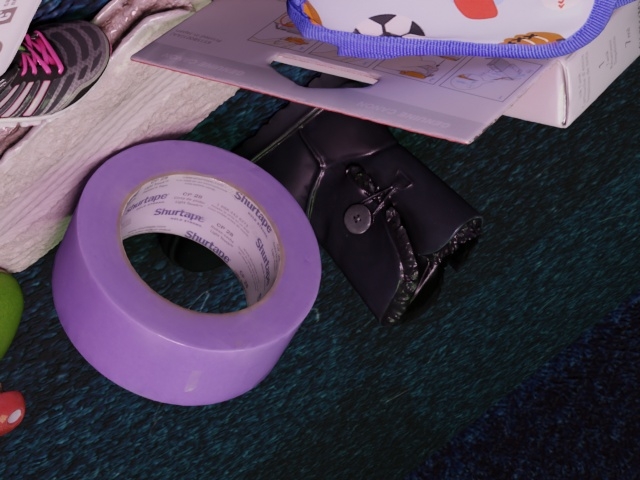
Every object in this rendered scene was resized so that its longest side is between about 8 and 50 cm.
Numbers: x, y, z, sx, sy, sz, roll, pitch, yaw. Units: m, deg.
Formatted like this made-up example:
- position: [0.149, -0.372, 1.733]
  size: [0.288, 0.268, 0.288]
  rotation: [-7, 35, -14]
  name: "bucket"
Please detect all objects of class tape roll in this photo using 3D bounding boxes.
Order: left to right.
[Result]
- position: [-0.100, 0.023, 1.456]
  size: [0.189, 0.189, 0.080]
  rotation: [-24, 159, -36]
  name: "tape roll"

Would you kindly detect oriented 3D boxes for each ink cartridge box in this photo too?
- position: [0.050, -0.129, 1.337]
  size: [0.239, 0.275, 0.060]
  rotation: [-43, 137, -40]
  name: "ink cartridge box"

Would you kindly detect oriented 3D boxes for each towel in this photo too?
- position: [-0.172, -0.080, 1.450]
  size: [0.282, 0.049, 0.187]
  rotation: [-41, 161, 8]
  name: "towel"

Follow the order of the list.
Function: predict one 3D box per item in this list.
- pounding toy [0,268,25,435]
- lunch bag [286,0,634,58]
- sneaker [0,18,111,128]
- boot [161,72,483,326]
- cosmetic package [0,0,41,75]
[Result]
- position: [-0.303, 0.104, 1.478]
  size: [0.183, 0.110, 0.237]
  rotation: [-27, 165, 3]
  name: "pounding toy"
- position: [0.151, -0.302, 1.210]
  size: [0.385, 0.239, 0.328]
  rotation: [-23, 144, -24]
  name: "lunch bag"
- position: [-0.207, -0.114, 1.283]
  size: [0.170, 0.063, 0.075]
  rotation: [-21, 161, -30]
  name: "sneaker"
- position: [0.000, 0.000, 1.704]
  size: [0.246, 0.207, 0.094]
  rotation: [-43, 161, 15]
  name: "boot"
- position: [-0.308, -0.149, 0.788]
  size: [0.385, 0.217, 0.156]
  rotation: [-22, 156, -45]
  name: "cosmetic package"
